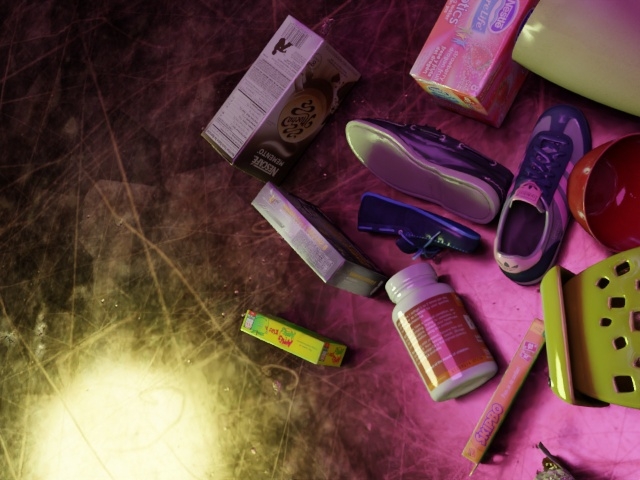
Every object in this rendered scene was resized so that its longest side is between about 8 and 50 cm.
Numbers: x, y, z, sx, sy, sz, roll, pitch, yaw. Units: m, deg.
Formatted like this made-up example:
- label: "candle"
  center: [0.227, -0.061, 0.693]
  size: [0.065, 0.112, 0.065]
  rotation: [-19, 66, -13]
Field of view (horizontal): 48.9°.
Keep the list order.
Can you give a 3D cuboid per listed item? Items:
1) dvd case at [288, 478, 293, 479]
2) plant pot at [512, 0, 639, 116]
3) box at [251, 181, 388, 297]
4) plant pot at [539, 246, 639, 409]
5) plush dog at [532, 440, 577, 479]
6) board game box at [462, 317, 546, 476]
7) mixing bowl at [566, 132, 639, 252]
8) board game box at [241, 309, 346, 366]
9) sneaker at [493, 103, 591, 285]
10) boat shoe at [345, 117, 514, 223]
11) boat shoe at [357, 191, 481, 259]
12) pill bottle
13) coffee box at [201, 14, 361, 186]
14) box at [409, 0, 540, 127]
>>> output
- label: "dvd case"
  center: [-0.107, 0.574, 1.315]
  size: [0.221, 0.018, 0.164]
  rotation: [-36, 62, 18]
- label: "plant pot"
  center: [0.490, -0.308, 1.095]
  size: [0.274, 0.256, 0.256]
  rotation: [41, 99, 13]
- label: "box"
  center: [0.000, 0.000, 1.304]
  size: [0.056, 0.183, 0.231]
  rotation: [-50, 59, 9]
- label: "plant pot"
  center: [0.444, 0.136, 1.003]
  size: [0.207, 0.228, 0.227]
  rotation: [-11, 72, 33]
- label: "plush dog"
  center: [0.309, 0.446, 1.020]
  size: [0.225, 0.262, 0.210]
  rotation: [-43, 27, 3]
- label: "board game box"
  center: [0.293, 0.244, 1.110]
  size: [0.039, 0.124, 0.259]
  rotation: [26, 91, 21]
- label: "mixing bowl"
  center: [0.453, -0.079, 1.096]
  size: [0.181, 0.181, 0.098]
  rotation: [-63, 23, 2]
- label: "board game box"
  center: [-0.051, 0.185, 1.338]
  size: [0.181, 0.092, 0.043]
  rotation: [19, 88, 31]
- label: "sneaker"
  center: [0.364, -0.087, 1.151]
  size: [0.112, 0.131, 0.319]
  rotation: [11, 83, 31]
- label: "boat shoe"
  center: [0.200, -0.152, 1.278]
  size: [0.340, 0.127, 0.113]
  rotation: [29, 57, 36]
- label: "boat shoe"
  center: [0.174, -0.013, 1.272]
  size: [0.258, 0.109, 0.089]
  rotation: [25, 97, 48]
- label: "pill bottle"
  center: [0.197, 0.151, 1.191]
  size: [0.121, 0.121, 0.216]
  rotation: [-34, 64, 18]
- label: "coffee box"
  center: [-0.077, -0.274, 1.426]
  size: [0.119, 0.168, 0.297]
  rotation: [43, 100, 30]
- label: "box"
  center: [0.307, -0.376, 1.245]
  size: [0.142, 0.154, 0.300]
  rotation: [29, 92, 32]
